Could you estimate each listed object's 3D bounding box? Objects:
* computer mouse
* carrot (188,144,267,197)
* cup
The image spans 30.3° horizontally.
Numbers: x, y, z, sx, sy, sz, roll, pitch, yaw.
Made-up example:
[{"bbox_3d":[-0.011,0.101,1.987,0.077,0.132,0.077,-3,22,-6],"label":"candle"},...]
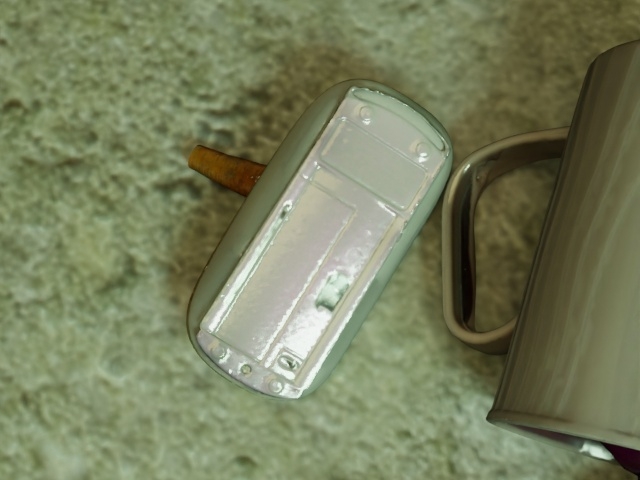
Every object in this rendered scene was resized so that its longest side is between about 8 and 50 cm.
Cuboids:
[{"bbox_3d":[0.000,0.000,0.874,0.126,0.056,0.245,31,89,-7],"label":"computer mouse"},{"bbox_3d":[-0.057,-0.049,0.916,0.093,0.032,0.032,21,83,13],"label":"carrot"},{"bbox_3d":[0.229,0.027,0.802,0.208,0.288,0.273,20,79,-26],"label":"cup"}]
